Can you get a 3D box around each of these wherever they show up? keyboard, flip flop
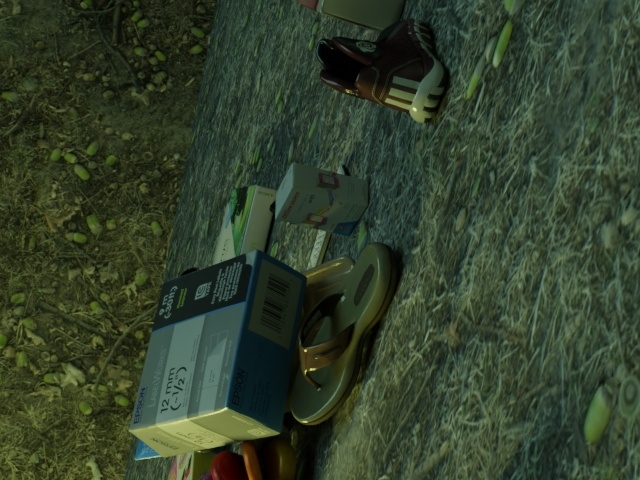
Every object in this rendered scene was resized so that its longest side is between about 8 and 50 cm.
[{"bbox_3d":[0.000,0.000,1.982,0.072,0.014,0.256,-117,43,-70],"label":"keyboard"},{"bbox_3d":[0.016,0.122,1.604,0.277,0.080,0.112,-64,34,24],"label":"flip flop"}]

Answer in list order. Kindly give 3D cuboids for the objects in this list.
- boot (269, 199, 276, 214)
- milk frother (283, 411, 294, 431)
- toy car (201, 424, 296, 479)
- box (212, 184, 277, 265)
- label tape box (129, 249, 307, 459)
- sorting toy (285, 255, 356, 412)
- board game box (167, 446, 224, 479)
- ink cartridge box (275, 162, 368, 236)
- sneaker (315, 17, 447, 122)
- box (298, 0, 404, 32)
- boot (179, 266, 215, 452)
[{"bbox_3d":[-0.054,-0.089,2.222,0.121,0.045,0.099,-141,63,-67],"label":"boot"},{"bbox_3d":[-0.117,0.286,1.906,0.143,0.135,0.129,-62,-2,39],"label":"milk frother"},{"bbox_3d":[-0.108,0.361,1.754,0.159,0.136,0.182,-110,34,-42],"label":"toy car"},{"bbox_3d":[-0.170,0.002,2.572,0.322,0.058,0.232,-179,102,-75],"label":"box"},{"bbox_3d":[-0.189,0.180,1.799,0.347,0.115,0.249,-18,53,42],"label":"label tape box"},{"bbox_3d":[-0.015,0.143,1.750,0.193,0.038,0.208,-23,54,44],"label":"sorting toy"},{"bbox_3d":[-0.255,0.527,2.380,0.316,0.064,0.242,-93,21,-50],"label":"board game box"},{"bbox_3d":[0.001,-0.061,1.806,0.088,0.122,0.052,120,159,-50],"label":"ink cartridge box"},{"bbox_3d":[0.068,-0.258,1.643,0.281,0.162,0.106,-109,35,-66],"label":"sneaker"},{"bbox_3d":[0.057,-0.428,1.933,0.232,0.127,0.148,-124,49,-72],"label":"box"},{"bbox_3d":[-0.234,0.235,2.309,0.280,0.096,0.264,77,-157,-47],"label":"boot"}]
